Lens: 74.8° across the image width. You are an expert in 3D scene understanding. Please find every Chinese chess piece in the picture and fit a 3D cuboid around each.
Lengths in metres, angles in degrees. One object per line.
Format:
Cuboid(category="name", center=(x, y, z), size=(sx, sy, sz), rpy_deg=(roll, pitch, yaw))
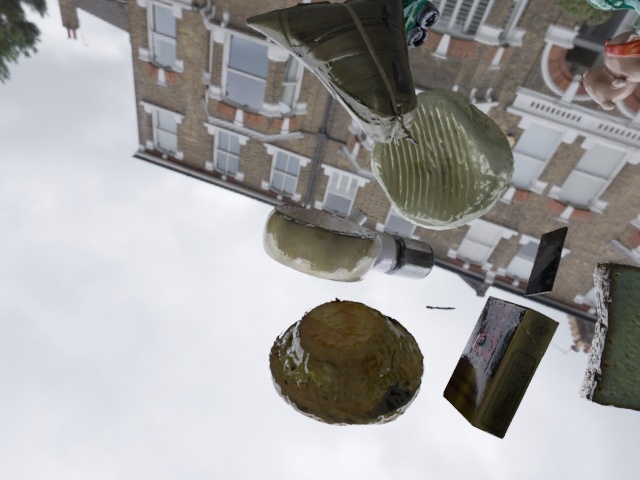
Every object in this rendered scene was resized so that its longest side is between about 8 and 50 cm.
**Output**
Cuboid(category="Chinese chess piece", center=(0.000, 0.000, 0.970), size=(0.270, 0.112, 0.270), rpy_deg=(16, -169, -3))

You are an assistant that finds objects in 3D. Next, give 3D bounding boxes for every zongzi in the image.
Cuboid(category="zongzi", center=(0.009, -0.169, 0.446), size=(0.178, 0.081, 0.189), rpy_deg=(-3, -106, -2))

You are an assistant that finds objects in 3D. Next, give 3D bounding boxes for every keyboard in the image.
Cuboid(category="keyboard", center=(0.546, 0.050, 1.008), size=(0.015, 0.074, 0.196), rpy_deg=(36, -118, -8))

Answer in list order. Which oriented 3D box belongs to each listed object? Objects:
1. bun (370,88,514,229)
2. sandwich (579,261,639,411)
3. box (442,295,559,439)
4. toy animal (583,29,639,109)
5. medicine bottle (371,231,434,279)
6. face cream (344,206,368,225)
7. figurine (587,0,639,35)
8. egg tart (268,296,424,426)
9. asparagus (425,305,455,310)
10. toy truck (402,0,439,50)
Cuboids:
Cuboid(category="bun", center=(0.318, -0.210, 1.097), size=(0.352, 0.349, 0.227), rpy_deg=(1, -164, 32))
Cuboid(category="sandwich", center=(0.634, 0.187, 0.765), size=(0.249, 0.095, 0.273), rpy_deg=(9, -99, 21))
Cuboid(category="box", center=(0.342, 0.237, 0.820), size=(0.071, 0.240, 0.159), rpy_deg=(26, 179, -3))
Cuboid(category="toy animal", center=(0.820, -0.471, 1.123), size=(0.171, 0.198, 0.171), rpy_deg=(7, -124, -10))
Cuboid(category="medicine bottle", center=(0.298, 0.059, 1.634), size=(0.273, 0.165, 0.165), rpy_deg=(13, -145, -31))
Cuboid(category="face cream", center=(0.063, -0.006, 1.415), size=(0.092, 0.244, 0.058), rpy_deg=(41, 175, -8))
Cuboid(category="figurine", center=(0.687, -0.659, 0.955), size=(0.340, 0.231, 0.324), rpy_deg=(41, -108, -5))
Cuboid(category="egg tart", center=(0.070, 0.291, 1.143), size=(0.443, 0.178, 0.443), rpy_deg=(-2, -153, 1))
Cuboid(category="asparagus", center=(0.412, 0.232, 1.434), size=(0.166, 0.016, 0.013), rpy_deg=(8, -174, -37))
Cuboid(category="toy truck", center=(0.112, -0.376, 0.766), size=(0.116, 0.216, 0.110), rpy_deg=(-14, -116, -28))
